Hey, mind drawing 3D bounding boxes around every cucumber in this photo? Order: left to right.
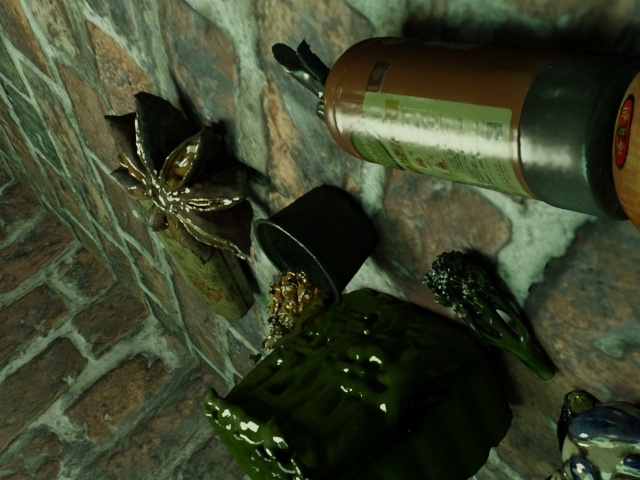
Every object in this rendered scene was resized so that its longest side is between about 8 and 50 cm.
[{"bbox_3d":[0.310,0.233,1.025,0.039,0.043,0.163,-3,146,9],"label":"cucumber"}]

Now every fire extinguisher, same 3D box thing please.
[{"bbox_3d":[0.114,-0.087,0.715,0.376,0.113,0.200,23,149,49],"label":"fire extinguisher"}]

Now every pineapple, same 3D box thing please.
[{"bbox_3d":[-0.038,0.101,1.109,0.077,0.114,0.114,36,171,-30],"label":"pineapple"}]

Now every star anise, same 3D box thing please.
[{"bbox_3d":[-0.223,-0.099,1.348,0.332,0.117,0.331,24,136,25],"label":"star anise"}]

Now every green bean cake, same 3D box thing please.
[{"bbox_3d":[0.047,0.225,1.145,0.335,0.319,0.218,17,141,48],"label":"green bean cake"}]

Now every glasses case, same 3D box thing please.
[{"bbox_3d":[-0.248,-0.002,1.628,0.157,0.098,0.425,21,147,36],"label":"glasses case"}]

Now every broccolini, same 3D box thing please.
[{"bbox_3d":[0.197,0.096,0.959,0.202,0.068,0.091,49,141,-5],"label":"broccolini"}]

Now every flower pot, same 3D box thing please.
[{"bbox_3d":[0.000,0.000,1.122,0.157,0.107,0.157,37,157,19],"label":"flower pot"}]

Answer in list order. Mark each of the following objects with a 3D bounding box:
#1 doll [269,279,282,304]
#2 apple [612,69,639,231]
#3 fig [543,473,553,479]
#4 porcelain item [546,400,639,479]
[{"bbox_3d":[-0.038,0.103,1.427,0.089,0.101,0.179,13,171,-23],"label":"doll"},{"bbox_3d":[0.242,-0.048,0.473,0.146,0.146,0.131,50,-158,-5],"label":"apple"},{"bbox_3d":[0.388,0.389,1.078,0.245,0.149,0.149,32,163,-14],"label":"fig"},{"bbox_3d":[0.374,0.290,0.889,0.186,0.138,0.288,-9,118,46],"label":"porcelain item"}]
